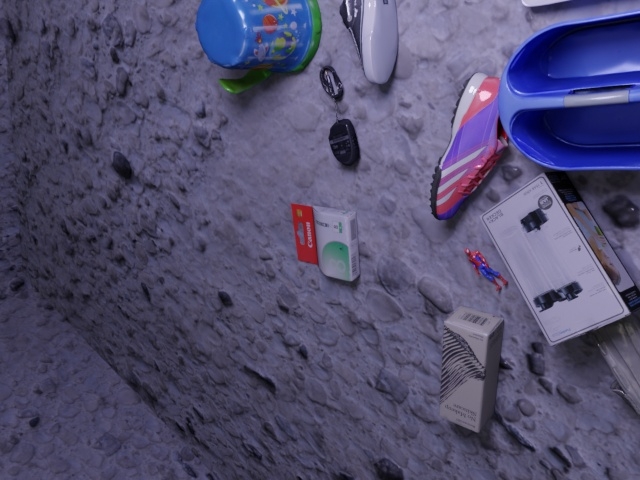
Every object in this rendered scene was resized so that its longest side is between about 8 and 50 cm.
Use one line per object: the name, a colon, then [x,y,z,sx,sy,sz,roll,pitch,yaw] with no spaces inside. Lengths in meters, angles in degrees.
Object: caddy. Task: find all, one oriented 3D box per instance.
caddy: [0.466,-0.239,0.906,0.341,0.179,0.242,5,112,39]

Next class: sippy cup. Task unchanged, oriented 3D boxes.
sippy cup: [-0.154,-0.493,1.288,0.239,0.224,0.306,13,118,37]

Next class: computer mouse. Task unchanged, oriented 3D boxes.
computer mouse: [0.047,-0.299,1.343,0.071,0.041,0.242,-5,100,43]

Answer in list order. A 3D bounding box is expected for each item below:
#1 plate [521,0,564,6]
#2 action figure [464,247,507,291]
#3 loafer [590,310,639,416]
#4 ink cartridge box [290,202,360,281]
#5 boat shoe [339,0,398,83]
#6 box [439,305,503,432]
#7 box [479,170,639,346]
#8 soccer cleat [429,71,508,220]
plate: [0.454,-0.531,0.872,0.277,0.045,0.278,8,113,39]
action figure: [0.362,0.060,1.242,0.115,0.030,0.038,49,138,14]
loafer: [0.620,0.277,1.072,0.111,0.112,0.320,-28,83,49]
ink cartridge box: [0.000,0.000,1.508,0.224,0.056,0.181,10,116,36]
boat shoe: [0.090,-0.480,1.168,0.102,0.108,0.302,6,111,39]
box: [0.352,0.302,1.316,0.113,0.094,0.275,14,118,36]
box: [0.451,0.034,1.063,0.169,0.087,0.290,-42,65,43]
soccer cleat: [0.309,-0.169,1.129,0.116,0.108,0.319,27,123,24]
